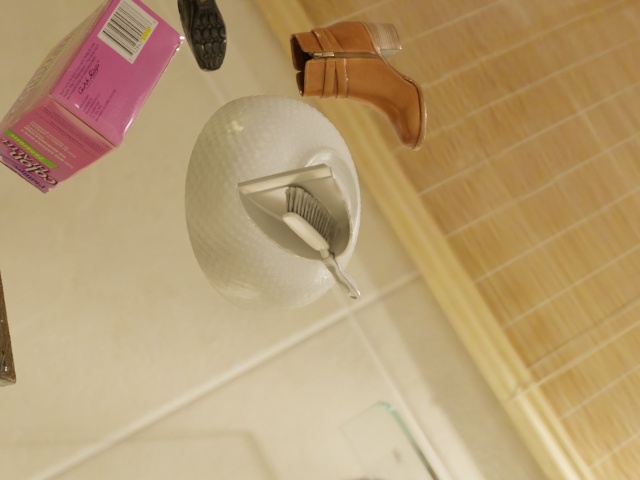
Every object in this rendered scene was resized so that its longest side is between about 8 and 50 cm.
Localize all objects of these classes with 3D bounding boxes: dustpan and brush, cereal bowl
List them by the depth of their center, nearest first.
[{"bbox_3d":[0.000,0.000,1.326,0.147,0.060,0.211,-11,-40,32],"label":"dustpan and brush"},{"bbox_3d":[-0.042,-0.056,1.591,0.141,0.339,0.339,-1,-64,35],"label":"cereal bowl"}]

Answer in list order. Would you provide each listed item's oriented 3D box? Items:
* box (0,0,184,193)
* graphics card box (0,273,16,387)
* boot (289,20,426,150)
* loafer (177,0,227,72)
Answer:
[{"bbox_3d":[-0.339,-0.209,1.495,0.117,0.213,0.243,38,-33,-23],"label":"box"},{"bbox_3d":[-0.684,0.152,1.657,0.094,0.371,0.232,77,2,-77],"label":"graphics card box"},{"bbox_3d":[0.072,-0.291,1.995,0.109,0.220,0.283,-36,-114,62],"label":"boot"},{"bbox_3d":[-0.228,-0.423,1.995,0.078,0.076,0.223,152,-73,-66],"label":"loafer"}]
